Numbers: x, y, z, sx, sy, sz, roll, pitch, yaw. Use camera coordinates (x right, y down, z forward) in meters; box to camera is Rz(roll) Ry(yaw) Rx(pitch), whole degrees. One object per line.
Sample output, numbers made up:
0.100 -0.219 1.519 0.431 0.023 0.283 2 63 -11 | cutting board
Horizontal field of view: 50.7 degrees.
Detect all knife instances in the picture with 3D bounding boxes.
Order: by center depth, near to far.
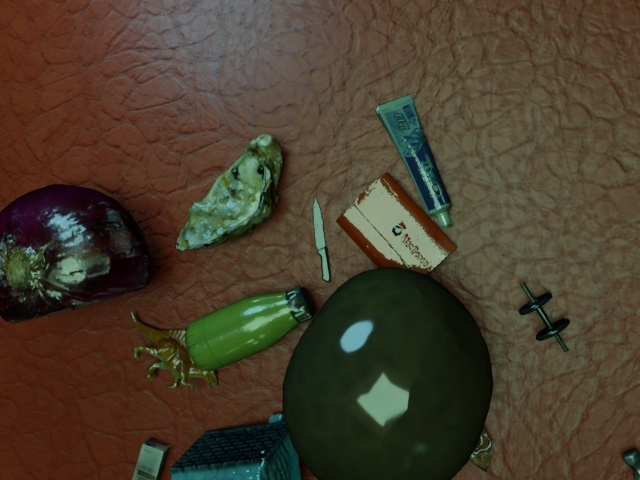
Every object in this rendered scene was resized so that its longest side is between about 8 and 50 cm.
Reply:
0.000 0.000 1.362 0.023 0.010 0.170 -8 88 8 | knife

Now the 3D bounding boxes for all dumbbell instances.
0.409 0.140 1.237 0.069 0.069 0.147 -33 84 12 | dumbbell

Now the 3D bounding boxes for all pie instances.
0.259 0.367 1.300 0.169 0.034 0.092 25 101 12 | pie

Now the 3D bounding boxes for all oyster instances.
-0.181 -0.078 1.373 0.294 0.094 0.166 -32 66 22 | oyster

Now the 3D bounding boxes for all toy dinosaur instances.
-0.314 0.230 1.424 0.142 0.057 0.212 -21 88 2 | toy dinosaur

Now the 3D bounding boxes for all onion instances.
-0.507 0.015 1.358 0.336 0.282 0.260 -15 86 27 | onion

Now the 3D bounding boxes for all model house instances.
-0.161 0.480 1.353 0.261 0.241 0.226 -13 133 25 | model house

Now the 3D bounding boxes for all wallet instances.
0.145 -0.012 1.307 0.142 0.045 0.204 -43 83 12 | wallet

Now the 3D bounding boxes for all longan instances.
0.110 0.250 1.183 0.404 0.336 0.405 -20 61 41 | longan

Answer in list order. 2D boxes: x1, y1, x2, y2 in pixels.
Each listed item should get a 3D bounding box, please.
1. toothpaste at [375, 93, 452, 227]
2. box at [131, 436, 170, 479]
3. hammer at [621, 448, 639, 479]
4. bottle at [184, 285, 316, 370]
0.191 -0.149 1.294 0.069 0.047 0.268 -26 82 26 | toothpaste
-0.382 0.538 1.458 0.055 0.039 0.218 18 96 11 | box
0.703 0.380 1.192 0.289 0.037 0.137 -31 84 13 | hammer
-0.137 0.169 1.348 0.260 0.112 0.112 -24 86 13 | bottle
